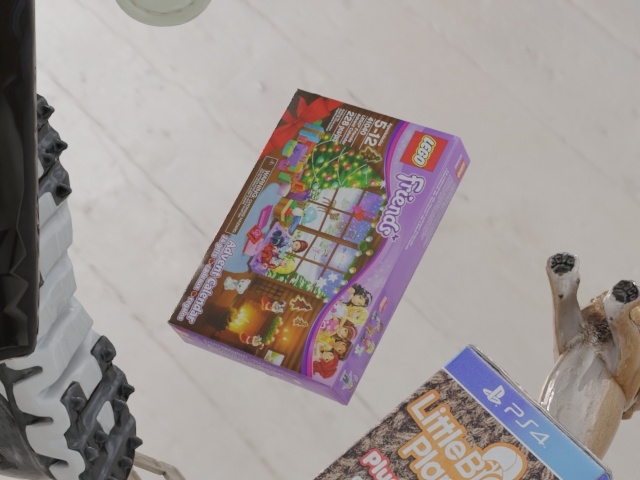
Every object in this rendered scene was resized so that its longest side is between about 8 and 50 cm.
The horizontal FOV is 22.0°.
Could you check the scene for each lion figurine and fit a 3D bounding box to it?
[{"bbox_3d":[0.244,0.177,1.569,0.142,0.240,0.392,20,56,31],"label":"lion figurine"}]

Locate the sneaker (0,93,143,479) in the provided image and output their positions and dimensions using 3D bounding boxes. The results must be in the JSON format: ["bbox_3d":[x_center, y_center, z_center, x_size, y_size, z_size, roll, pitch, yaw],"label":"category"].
[{"bbox_3d":[-0.158,0.015,0.727,0.106,0.234,0.078,-3,28,18],"label":"sneaker"}]

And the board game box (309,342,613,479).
[{"bbox_3d":[0.064,0.257,1.138,0.291,0.232,0.141,-39,53,-10],"label":"board game box"}]

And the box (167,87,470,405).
[{"bbox_3d":[0.000,0.000,1.675,0.200,0.057,0.293,19,71,27],"label":"box"}]

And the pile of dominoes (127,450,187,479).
[{"bbox_3d":[-0.194,0.291,1.775,0.040,0.196,0.251,-58,34,6],"label":"pile of dominoes"}]

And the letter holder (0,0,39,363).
[{"bbox_3d":[-0.251,-0.046,0.402,0.301,0.152,0.214,-16,36,-31],"label":"letter holder"}]

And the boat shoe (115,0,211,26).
[{"bbox_3d":[-0.114,-0.307,1.147,0.109,0.091,0.305,0,110,0],"label":"boat shoe"}]
